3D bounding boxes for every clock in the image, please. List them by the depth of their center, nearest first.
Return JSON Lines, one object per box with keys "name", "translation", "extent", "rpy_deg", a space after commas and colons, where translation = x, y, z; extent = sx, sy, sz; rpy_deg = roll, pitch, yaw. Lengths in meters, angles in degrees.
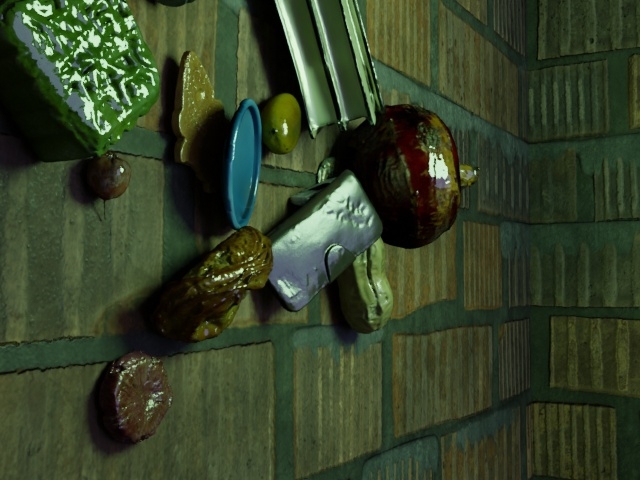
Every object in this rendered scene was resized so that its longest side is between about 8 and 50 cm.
{"name": "clock", "translation": [0.021, -0.065, 1.706], "extent": [0.176, 0.080, 0.117], "rpy_deg": [-27, 112, -39]}

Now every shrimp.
{"name": "shrimp", "translation": [0.026, -0.107, 1.790], "extent": [0.091, 0.034, 0.161], "rpy_deg": [-14, 97, -45]}

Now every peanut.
{"name": "peanut", "translation": [0.095, 0.088, 1.781], "extent": [0.130, 0.130, 0.290], "rpy_deg": [-47, 132, -50]}

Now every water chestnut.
{"name": "water chestnut", "translation": [0.219, -0.151, 1.815], "extent": [0.350, 0.302, 0.350], "rpy_deg": [172, -90, -82]}

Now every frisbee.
{"name": "frisbee", "translation": [-0.150, -0.137, 1.431], "extent": [0.242, 0.045, 0.242], "rpy_deg": [5, 90, -84]}

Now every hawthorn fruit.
{"name": "hawthorn fruit", "translation": [-0.322, -0.081, 1.184], "extent": [0.067, 0.067, 0.103], "rpy_deg": [-7, 121, -59]}

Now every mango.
{"name": "mango", "translation": [-0.076, -0.238, 1.578], "extent": [0.161, 0.076, 0.103], "rpy_deg": [-70, 147, -48]}

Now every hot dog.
{"name": "hot dog", "translation": [-0.165, 0.077, 1.334], "extent": [0.114, 0.175, 0.259], "rpy_deg": [41, 40, 6]}

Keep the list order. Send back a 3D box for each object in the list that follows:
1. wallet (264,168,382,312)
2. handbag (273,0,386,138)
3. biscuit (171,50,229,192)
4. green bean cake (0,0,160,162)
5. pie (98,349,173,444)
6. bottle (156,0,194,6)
{"name": "wallet", "translation": [0.000, 0.000, 1.598], "extent": [0.309, 0.042, 0.165], "rpy_deg": [-40, 104, -31]}
{"name": "handbag", "translation": [0.021, -0.416, 1.648], "extent": [0.236, 0.160, 0.358], "rpy_deg": [-78, 154, -68]}
{"name": "biscuit", "translation": [-0.213, -0.205, 1.379], "extent": [0.162, 0.035, 0.250], "rpy_deg": [-41, 129, -60]}
{"name": "green bean cake", "translation": [-0.341, -0.245, 1.085], "extent": [0.222, 0.125, 0.248], "rpy_deg": [-58, 135, -44]}
{"name": "pie", "translation": [-0.285, 0.243, 1.233], "extent": [0.153, 0.038, 0.153], "rpy_deg": [10, 79, -61]}
{"name": "bottle", "translation": [-0.231, -0.518, 1.319], "extent": [0.096, 0.079, 0.253], "rpy_deg": [7, 78, -14]}
